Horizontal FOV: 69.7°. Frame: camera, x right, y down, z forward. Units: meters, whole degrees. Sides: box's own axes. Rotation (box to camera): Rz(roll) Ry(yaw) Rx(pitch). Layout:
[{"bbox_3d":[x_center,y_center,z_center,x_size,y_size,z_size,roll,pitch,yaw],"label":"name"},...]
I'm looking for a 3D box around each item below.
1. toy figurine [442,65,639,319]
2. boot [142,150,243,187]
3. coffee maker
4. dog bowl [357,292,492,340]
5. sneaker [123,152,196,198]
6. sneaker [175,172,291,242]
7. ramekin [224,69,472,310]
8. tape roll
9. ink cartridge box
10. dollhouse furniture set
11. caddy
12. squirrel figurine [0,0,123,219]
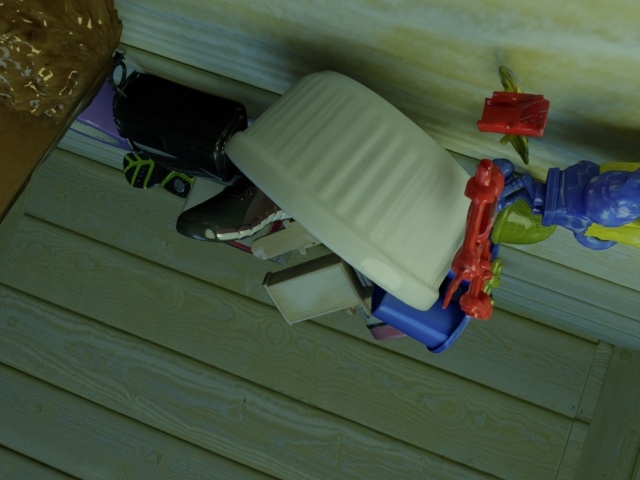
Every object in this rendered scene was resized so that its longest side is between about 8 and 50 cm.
[{"bbox_3d":[0.259,0.003,0.420,0.217,0.192,0.362,13,175,25],"label":"toy figurine"},{"bbox_3d":[-0.192,-0.131,0.952,0.337,0.118,0.223,21,164,9],"label":"boot"},{"bbox_3d":[-0.212,-0.177,0.703,0.178,0.120,0.171,19,175,7],"label":"coffee maker"},{"bbox_3d":[0.297,0.172,1.313,0.407,0.151,0.408,-15,171,-3],"label":"dog bowl"},{"bbox_3d":[-0.417,-0.217,1.375,0.384,0.145,0.147,15,-155,28],"label":"sneaker"},{"bbox_3d":[-0.106,-0.104,0.700,0.106,0.163,0.281,15,-157,28],"label":"sneaker"},{"bbox_3d":[0.045,-0.059,0.490,0.272,0.127,0.273,39,-175,-4],"label":"ramekin"},{"bbox_3d":[-0.489,-0.276,0.943,0.274,0.090,0.275,20,177,1],"label":"tape roll"},{"bbox_3d":[-0.196,-0.040,1.204,0.225,0.131,0.306,20,173,10],"label":"ink cartridge box"},{"bbox_3d":[0.000,0.000,1.029,0.173,0.356,0.304,-19,118,19],"label":"dollhouse furniture set"},{"bbox_3d":[0.220,0.063,0.854,0.179,0.242,0.341,26,-170,3],"label":"caddy"},{"bbox_3d":[-0.401,-0.223,0.406,0.370,0.281,0.396,36,151,-28],"label":"squirrel figurine"}]
